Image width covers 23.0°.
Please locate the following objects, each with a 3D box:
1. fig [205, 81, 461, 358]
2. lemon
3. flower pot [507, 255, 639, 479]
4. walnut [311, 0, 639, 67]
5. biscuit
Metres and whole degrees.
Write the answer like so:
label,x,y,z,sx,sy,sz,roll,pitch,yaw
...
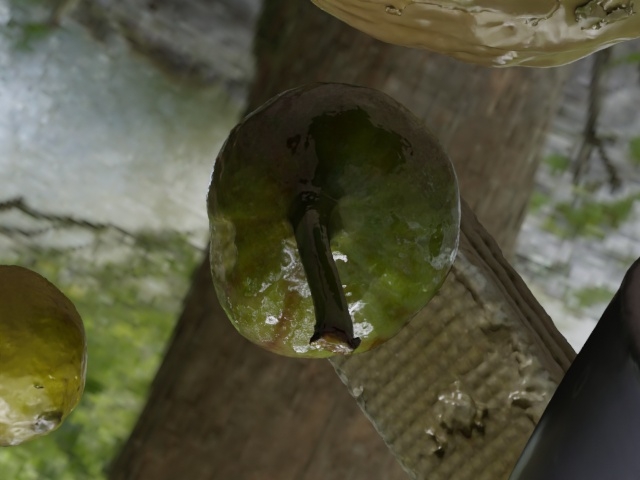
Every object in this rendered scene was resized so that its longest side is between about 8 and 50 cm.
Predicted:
label,x,y,z,sx,sy,sz,roll,pitch,yaw
fig,0.000,0.000,0.765,0.149,0.149,0.245,27,-172,-2
lemon,-0.154,0.053,0.764,0.082,0.082,0.111,41,-173,-34
flower pot,0.170,0.164,0.613,0.265,0.265,0.243,28,118,-5
walnut,0.078,-0.181,0.748,0.245,0.198,0.198,4,162,-11
biscuit,0.142,0.151,1.021,0.078,0.144,0.426,-4,-128,-54
